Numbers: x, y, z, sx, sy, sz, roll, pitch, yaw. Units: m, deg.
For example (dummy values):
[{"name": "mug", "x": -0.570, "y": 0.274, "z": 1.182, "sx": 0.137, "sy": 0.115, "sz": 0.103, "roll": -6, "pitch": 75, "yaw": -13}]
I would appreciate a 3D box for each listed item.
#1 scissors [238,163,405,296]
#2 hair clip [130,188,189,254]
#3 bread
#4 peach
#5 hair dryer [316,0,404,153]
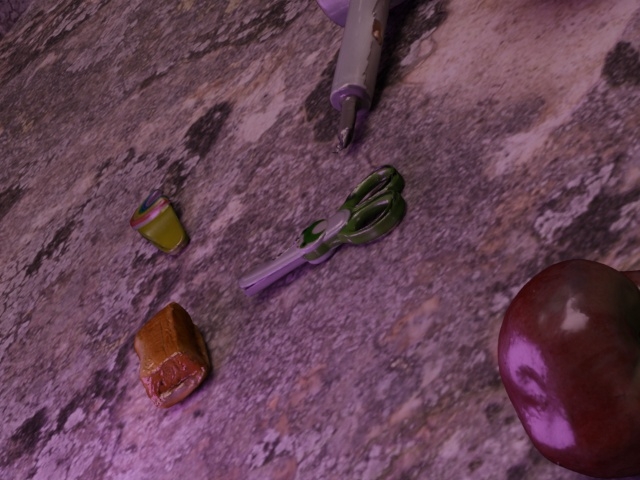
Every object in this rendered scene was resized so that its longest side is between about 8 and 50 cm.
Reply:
[{"name": "scissors", "x": 0.000, "y": 0.000, "z": 1.538, "sx": 0.204, "sy": 0.027, "sz": 0.101, "roll": -34, "pitch": 25, "yaw": 20}, {"name": "hair clip", "x": -0.203, "y": -0.023, "z": 1.879, "sx": 0.060, "sy": 0.033, "sz": 0.188, "roll": -47, "pitch": 25, "yaw": 0}, {"name": "bread", "x": -0.156, "y": 0.119, "z": 1.576, "sx": 0.074, "sy": 0.053, "sz": 0.132, "roll": -40, "pitch": 25, "yaw": 4}, {"name": "peach", "x": 0.188, "y": 0.080, "z": 1.012, "sx": 0.152, "sy": 0.152, "sz": 0.152, "roll": -36, "pitch": 27, "yaw": 22}, {"name": "hair dryer", "x": 0.061, "y": -0.236, "z": 1.744, "sx": 0.173, "sy": 0.107, "sz": 0.357, "roll": -25, "pitch": 41, "yaw": 39}]
